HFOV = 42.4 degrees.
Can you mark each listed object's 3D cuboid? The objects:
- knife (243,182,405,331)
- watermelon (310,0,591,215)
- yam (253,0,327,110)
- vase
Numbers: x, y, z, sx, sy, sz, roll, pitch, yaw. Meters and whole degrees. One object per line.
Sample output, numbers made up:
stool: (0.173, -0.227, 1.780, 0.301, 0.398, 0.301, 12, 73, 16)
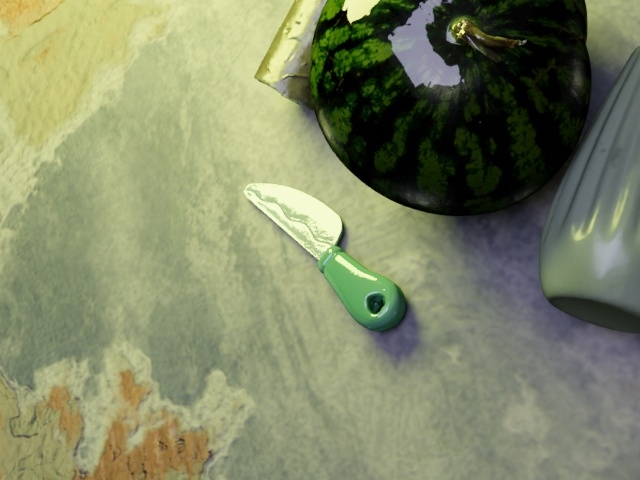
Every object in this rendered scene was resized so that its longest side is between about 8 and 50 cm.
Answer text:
knife: (0.001, -0.001, 0.893, 0.063, 0.034, 0.260, -48, 57, 6)
watermelon: (0.115, -0.156, 0.743, 0.269, 0.269, 0.269, -8, 74, 28)
yam: (0.021, -0.269, 0.912, 0.093, 0.093, 0.259, 29, 93, 32)
vase: (0.270, -0.051, 0.703, 0.128, 0.128, 0.248, 12, 74, 31)
